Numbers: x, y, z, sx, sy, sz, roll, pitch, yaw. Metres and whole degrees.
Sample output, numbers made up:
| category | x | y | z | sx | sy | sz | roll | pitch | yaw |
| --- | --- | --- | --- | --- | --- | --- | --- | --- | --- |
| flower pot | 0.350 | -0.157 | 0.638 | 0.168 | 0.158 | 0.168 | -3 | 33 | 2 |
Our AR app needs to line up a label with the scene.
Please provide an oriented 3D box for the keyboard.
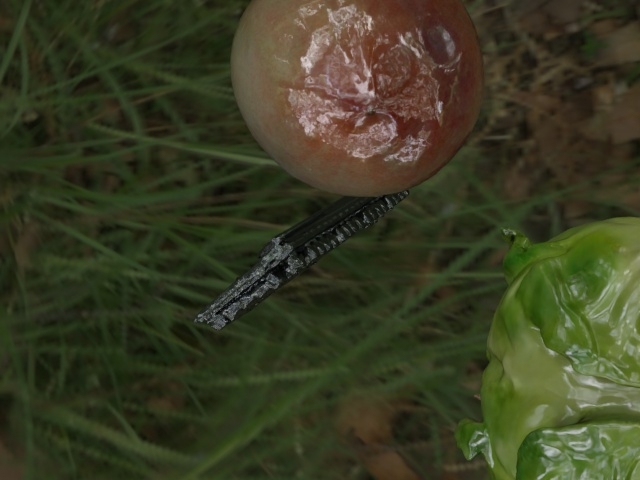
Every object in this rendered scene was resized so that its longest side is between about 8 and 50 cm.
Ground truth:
| category | x | y | z | sx | sy | sz | roll | pitch | yaw |
| --- | --- | --- | --- | --- | --- | --- | --- | --- | --- |
| keyboard | 0.001 | 0.001 | 0.999 | 0.072 | 0.231 | 0.023 | -42 | 87 | 23 |

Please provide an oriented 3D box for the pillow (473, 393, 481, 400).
| category | x | y | z | sx | sy | sz | roll | pitch | yaw |
| --- | --- | --- | --- | --- | --- | --- | --- | --- | --- |
| pillow | 0.273 | 0.174 | 1.826 | 0.211 | 0.135 | 0.034 | 4 | 96 | -27 |

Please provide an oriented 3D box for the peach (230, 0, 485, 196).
| category | x | y | z | sx | sy | sz | roll | pitch | yaw |
| --- | --- | --- | --- | --- | --- | --- | --- | --- | --- |
| peach | 0.013 | -0.053 | 0.559 | 0.083 | 0.083 | 0.083 | 0 | 93 | -10 |

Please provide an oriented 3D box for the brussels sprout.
| category | x | y | z | sx | sy | sz | roll | pitch | yaw |
| --- | --- | --- | --- | --- | --- | --- | --- | --- | --- |
| brussels sprout | 0.239 | 0.112 | 1.414 | 0.227 | 0.294 | 0.259 | 5 | 83 | -48 |
